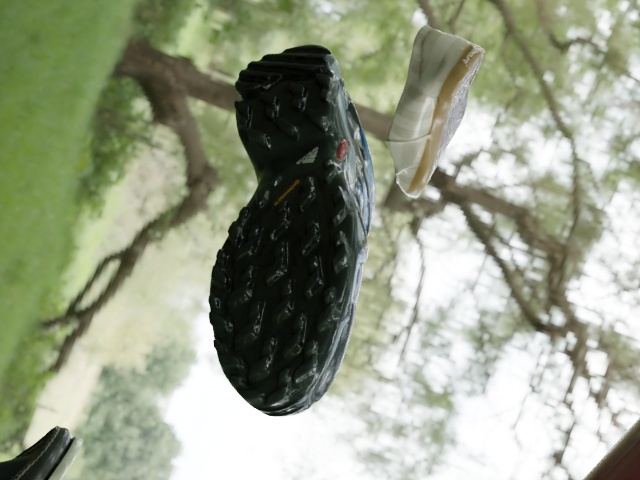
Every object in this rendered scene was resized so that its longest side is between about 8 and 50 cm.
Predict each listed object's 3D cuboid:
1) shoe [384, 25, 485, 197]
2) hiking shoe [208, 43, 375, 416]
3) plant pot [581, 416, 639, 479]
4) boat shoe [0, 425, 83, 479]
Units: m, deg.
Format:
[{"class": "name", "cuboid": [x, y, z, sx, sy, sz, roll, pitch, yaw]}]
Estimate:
[{"class": "shoe", "cuboid": [0.097, -0.118, 1.205, 0.077, 0.058, 0.219, -56, 170, -31]}, {"class": "hiking shoe", "cuboid": [0.000, 0.000, 0.953, 0.132, 0.113, 0.304, 53, 34, -47]}, {"class": "plant pot", "cuboid": [0.181, 0.139, 0.535, 0.180, 0.201, 0.201, -35, -171, -2]}, {"class": "boat shoe", "cuboid": [-0.290, 0.215, 1.038, 0.233, 0.079, 0.084, -36, -167, 13]}]
